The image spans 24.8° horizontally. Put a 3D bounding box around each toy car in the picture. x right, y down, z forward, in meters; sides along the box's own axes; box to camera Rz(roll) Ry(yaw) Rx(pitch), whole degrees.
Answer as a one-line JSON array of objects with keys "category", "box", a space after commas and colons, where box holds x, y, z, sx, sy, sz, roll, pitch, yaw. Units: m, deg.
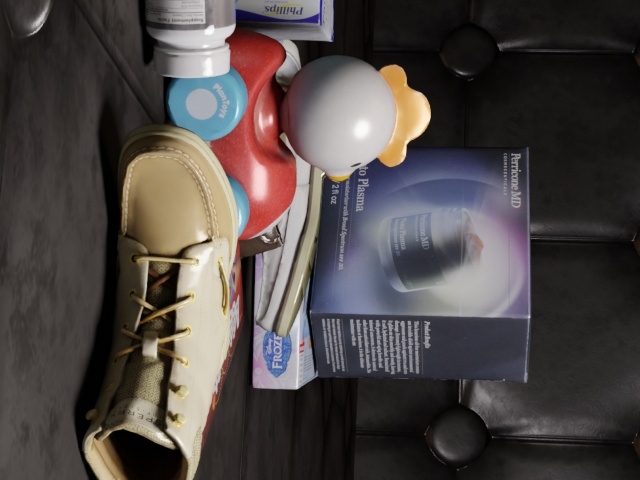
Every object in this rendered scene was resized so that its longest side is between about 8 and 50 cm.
[{"category": "toy car", "box": [-0.012, -0.101, 1.421, 0.219, 0.238, 0.210, -67, 157, -73]}]

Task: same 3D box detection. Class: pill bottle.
[{"category": "pill bottle", "box": [-0.111, -0.210, 1.229, 0.078, 0.078, 0.137, -70, 161, -71]}]

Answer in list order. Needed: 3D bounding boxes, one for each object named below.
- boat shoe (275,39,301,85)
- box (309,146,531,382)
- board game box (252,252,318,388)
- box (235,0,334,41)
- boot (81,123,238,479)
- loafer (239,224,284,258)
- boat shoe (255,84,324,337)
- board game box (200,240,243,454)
[{"category": "boat shoe", "box": [-0.050, -0.172, 1.850, 0.227, 0.079, 0.081, 65, 33, -63]}, {"category": "box", "box": [0.146, 0.028, 2.029, 0.183, 0.294, 0.296, 84, 9, -54]}, {"category": "board game box", "box": [-0.037, 0.035, 2.011, 0.318, 0.066, 0.318, 17, 74, -84]}, {"category": "box", "box": [-0.053, -0.254, 1.523, 0.137, 0.126, 0.072, -5, 97, -84]}, {"category": "boot", "box": [-0.125, 0.064, 1.112, 0.203, 0.095, 0.262, -78, 172, -53]}, {"category": "loafer", "box": [-0.068, -0.087, 1.645, 0.080, 0.078, 0.220, -21, 112, -83]}, {"category": "boat shoe", "box": [-0.049, -0.038, 1.735, 0.113, 0.103, 0.302, 93, 8, -80]}, {"category": "board game box", "box": [-0.115, 0.089, 1.498, 0.281, 0.027, 0.145, -77, 168, -62]}]
